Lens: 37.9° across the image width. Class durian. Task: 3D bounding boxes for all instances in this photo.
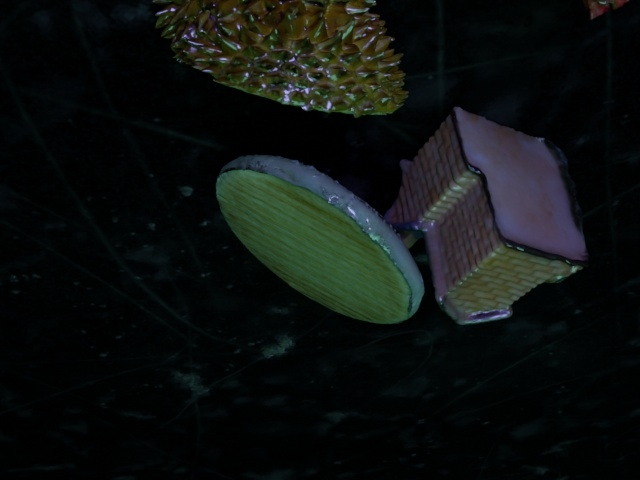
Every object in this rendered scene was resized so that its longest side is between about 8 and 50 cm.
[{"bbox_3d":[-0.019,-0.166,0.819,0.252,0.144,0.139,-1,168,-20],"label":"durian"}]

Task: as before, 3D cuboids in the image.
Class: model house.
[{"bbox_3d":[0.170,-0.010,1.014,0.167,0.182,0.172,16,137,-30],"label":"model house"}]

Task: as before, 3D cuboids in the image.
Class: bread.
[{"bbox_3d":[0.000,0.000,1.004,0.267,0.040,0.267,30,157,14],"label":"bread"}]

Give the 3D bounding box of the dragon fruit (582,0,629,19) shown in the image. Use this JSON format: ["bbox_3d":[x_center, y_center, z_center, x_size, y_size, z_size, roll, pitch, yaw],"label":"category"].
[{"bbox_3d":[0.218,-0.262,0.672,0.121,0.160,0.127,-16,165,17],"label":"dragon fruit"}]
